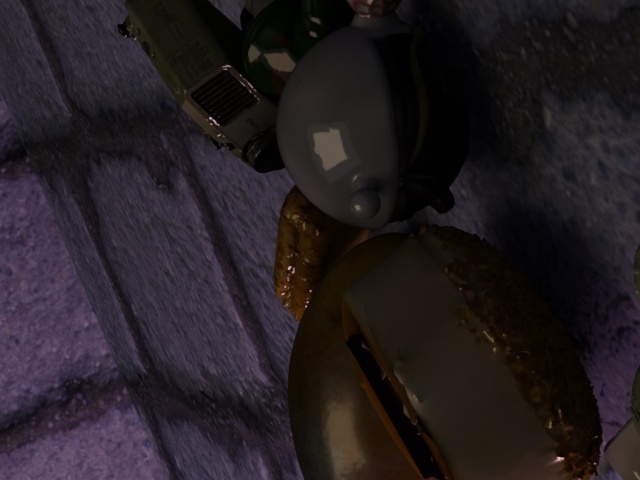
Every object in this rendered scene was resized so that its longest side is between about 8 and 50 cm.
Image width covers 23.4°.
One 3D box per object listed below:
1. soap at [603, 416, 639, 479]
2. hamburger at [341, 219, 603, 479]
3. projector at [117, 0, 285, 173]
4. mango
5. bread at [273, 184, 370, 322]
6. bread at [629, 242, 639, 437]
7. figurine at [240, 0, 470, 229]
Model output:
[{"bbox_3d":[0.312,0.174,1.255,0.121,0.063,0.183,55,157,18],"label":"soap"},{"bbox_3d":[0.142,0.117,1.400,0.276,0.179,0.294,58,173,6],"label":"hamburger"},{"bbox_3d":[-0.096,-0.160,1.647,0.194,0.088,0.269,56,-171,23],"label":"projector"},{"bbox_3d":[0.069,0.177,1.657,0.221,0.198,0.384,-143,47,-62],"label":"mango"},{"bbox_3d":[0.000,0.000,1.730,0.083,0.114,0.211,38,150,19],"label":"bread"},{"bbox_3d":[0.296,0.079,1.115,0.172,0.064,0.232,15,110,39],"label":"bread"},{"bbox_3d":[0.016,-0.147,1.465,0.370,0.167,0.281,-123,25,-43],"label":"figurine"}]
